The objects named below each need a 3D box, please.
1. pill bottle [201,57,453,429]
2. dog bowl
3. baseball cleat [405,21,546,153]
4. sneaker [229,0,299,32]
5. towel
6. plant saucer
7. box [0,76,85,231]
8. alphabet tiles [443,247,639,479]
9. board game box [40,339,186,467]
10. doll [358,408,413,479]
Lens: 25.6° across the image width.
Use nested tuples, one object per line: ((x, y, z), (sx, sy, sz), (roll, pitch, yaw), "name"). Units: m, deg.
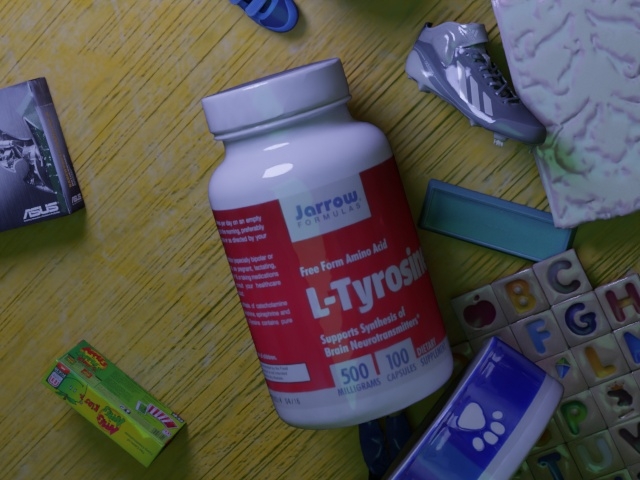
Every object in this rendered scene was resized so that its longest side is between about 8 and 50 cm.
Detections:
((0.000, 0.000, 1.682), (0.229, 0.229, 0.408), (-15, 100, 17), "pill bottle")
((0.169, 0.246, 1.663), (0.104, 0.265, 0.265), (37, 109, 5), "dog bowl")
((0.188, -0.191, 1.646), (0.206, 0.072, 0.109), (33, 115, 25), "baseball cleat")
((-0.090, -0.305, 1.721), (0.144, 0.059, 0.053), (40, 107, 1), "sneaker")
((0.392, -0.199, 1.633), (0.331, 0.053, 0.317), (-14, 100, 17), "towel")
((0.217, -0.018, 1.737), (0.192, 0.018, 0.067), (17, 107, 10), "plant saucer")
((-0.446, -0.099, 1.859), (0.231, 0.056, 0.183), (-13, 100, 16), "box")
((0.309, 0.193, 1.758), (0.285, 0.011, 0.343), (-23, 99, 20), "alphabet tiles")
((-0.274, 0.215, 1.873), (0.181, 0.092, 0.043), (39, 108, 3), "board game box")
((0.102, 0.306, 1.827), (0.129, 0.046, 0.189), (-9, 100, 17), "doll")
